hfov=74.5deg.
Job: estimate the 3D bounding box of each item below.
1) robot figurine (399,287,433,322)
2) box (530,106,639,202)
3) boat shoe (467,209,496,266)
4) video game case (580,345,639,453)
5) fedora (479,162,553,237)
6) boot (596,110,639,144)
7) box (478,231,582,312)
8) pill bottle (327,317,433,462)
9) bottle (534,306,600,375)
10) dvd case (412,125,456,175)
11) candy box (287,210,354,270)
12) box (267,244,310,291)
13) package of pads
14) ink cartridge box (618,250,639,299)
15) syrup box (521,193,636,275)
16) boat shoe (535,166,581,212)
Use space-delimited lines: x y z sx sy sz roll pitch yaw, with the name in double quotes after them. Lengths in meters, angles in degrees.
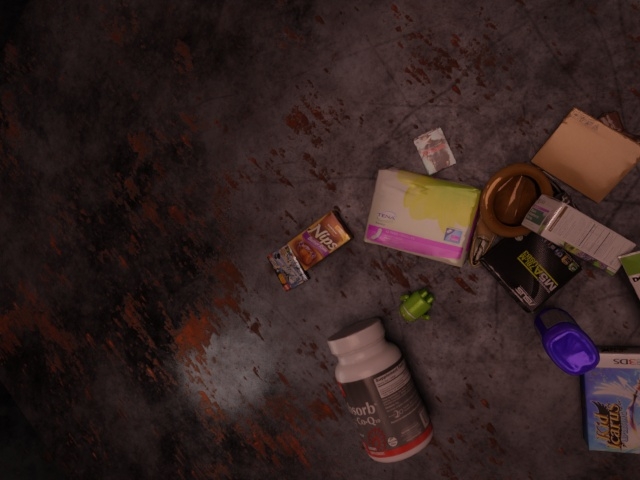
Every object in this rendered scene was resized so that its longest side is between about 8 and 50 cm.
0.283 0.194 1.249 0.101 0.067 0.115 43 108 -2 "robot figurine"
0.679 -0.216 1.075 0.201 0.021 0.164 37 120 11 "box"
0.455 -0.015 1.165 0.068 0.072 0.189 13 99 20 "boat shoe"
0.817 0.412 1.085 0.245 0.061 0.269 -5 94 21 "video game case"
0.501 -0.107 1.101 0.195 0.079 0.194 1 105 3 "fedora"
0.761 -0.284 1.051 0.107 0.037 0.114 -27 83 19 "boot"
0.557 0.063 1.121 0.184 0.045 0.190 -38 81 -5 "box"
0.167 0.428 1.238 0.210 0.210 0.362 -25 86 20 "pill bottle"
0.586 0.227 1.029 0.092 0.283 0.118 -40 81 19 "bottle"
0.329 -0.258 1.217 0.087 0.013 0.119 -24 86 20 "dvd case"
0.000 0.000 1.339 0.187 0.053 0.109 -36 82 18 "candy box"
-0.107 0.090 1.398 0.094 0.027 0.136 -30 85 18 "box"
0.287 -0.075 1.198 0.297 0.101 0.228 15 100 20 "package of pads"
0.857 0.111 0.985 0.189 0.097 0.255 -26 90 39 "ink cartridge box"
0.634 -0.015 1.041 0.237 0.093 0.096 25 105 -12 "syrup box"
0.612 -0.106 1.104 0.075 0.065 0.206 -39 82 19 "boat shoe"
